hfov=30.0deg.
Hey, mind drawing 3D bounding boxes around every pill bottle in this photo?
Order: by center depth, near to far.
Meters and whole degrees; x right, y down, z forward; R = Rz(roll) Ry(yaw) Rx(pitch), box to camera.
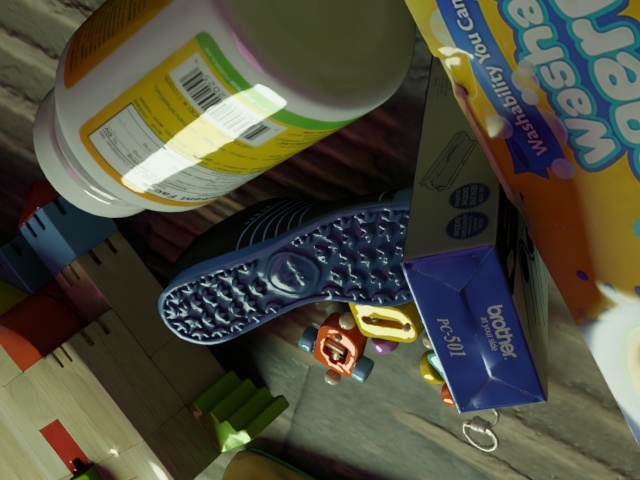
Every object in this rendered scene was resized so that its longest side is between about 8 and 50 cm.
[{"bbox_3d":[-0.072,-0.096,0.704,0.136,0.136,0.246,48,141,-15],"label":"pill bottle"}]

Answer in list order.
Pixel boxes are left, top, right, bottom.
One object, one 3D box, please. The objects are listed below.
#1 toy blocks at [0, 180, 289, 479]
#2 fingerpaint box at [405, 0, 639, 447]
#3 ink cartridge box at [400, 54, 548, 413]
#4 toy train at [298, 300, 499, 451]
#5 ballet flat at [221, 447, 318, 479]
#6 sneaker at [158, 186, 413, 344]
[{"bbox_3d":[-0.229,0.110,1.037,0.261,0.191,0.381,53,140,-3],"label":"toy blocks"},{"bbox_3d":[0.236,-0.106,0.437,0.371,0.163,0.444,-10,121,42],"label":"fingerpaint box"},{"bbox_3d":[0.084,-0.022,0.605,0.046,0.207,0.097,-11,126,18],"label":"ink cartridge box"},{"bbox_3d":[0.067,0.079,0.859,0.166,0.046,0.125,26,142,18],"label":"toy train"},{"bbox_3d":[0.011,0.255,1.058,0.232,0.073,0.080,14,137,26],"label":"ballet flat"},{"bbox_3d":[0.000,0.000,0.807,0.232,0.090,0.081,-14,121,20],"label":"sneaker"}]
